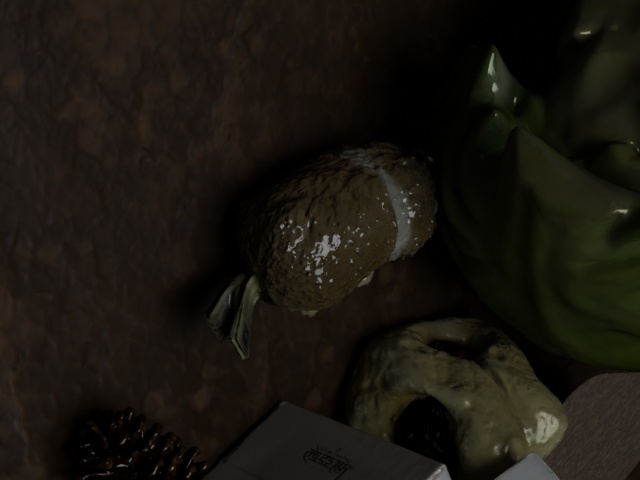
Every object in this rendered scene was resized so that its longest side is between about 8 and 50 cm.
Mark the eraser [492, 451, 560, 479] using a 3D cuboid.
[{"bbox_3d":[0.168,0.273,1.388,0.078,0.076,0.298,-35,155,-12],"label":"eraser"}]

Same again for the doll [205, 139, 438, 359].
[{"bbox_3d":[-0.006,-0.004,1.264,0.221,0.105,0.115,-32,161,-23],"label":"doll"}]

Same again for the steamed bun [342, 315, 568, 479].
[{"bbox_3d":[0.123,0.148,1.374,0.172,0.155,0.141,-13,110,-37],"label":"steamed bun"}]

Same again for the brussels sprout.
[{"bbox_3d":[0.307,-0.051,1.359,0.425,0.342,0.361,-28,136,-16],"label":"brussels sprout"}]

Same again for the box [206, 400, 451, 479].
[{"bbox_3d":[0.045,0.273,1.312,0.111,0.194,0.260,-40,124,-26],"label":"box"}]

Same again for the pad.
[{"bbox_3d":[0.223,0.213,1.487,0.176,0.002,0.266,2,129,-42],"label":"pad"}]

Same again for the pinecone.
[{"bbox_3d":[-0.130,0.173,1.208,0.102,0.102,0.109,-31,108,-31],"label":"pinecone"}]
